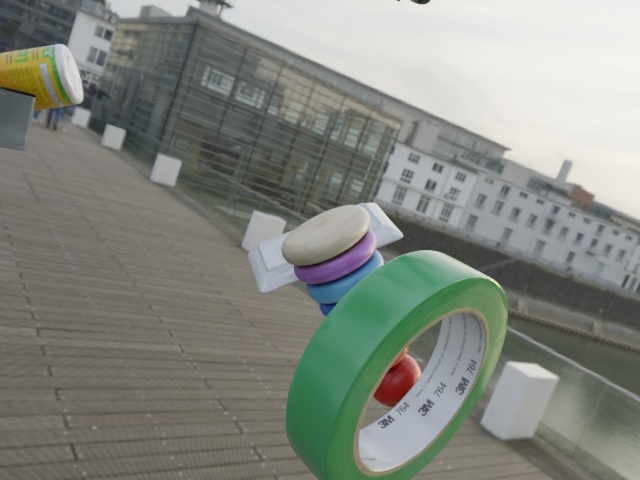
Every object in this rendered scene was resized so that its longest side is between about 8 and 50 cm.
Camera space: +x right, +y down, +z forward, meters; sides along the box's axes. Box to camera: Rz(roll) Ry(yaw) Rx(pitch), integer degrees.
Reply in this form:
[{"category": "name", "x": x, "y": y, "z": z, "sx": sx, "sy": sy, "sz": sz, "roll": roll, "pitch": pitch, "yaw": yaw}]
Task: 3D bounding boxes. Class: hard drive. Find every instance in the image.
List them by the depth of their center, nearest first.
[{"category": "hard drive", "x": -0.692, "y": -0.270, "z": 1.160, "sx": 0.094, "sy": 0.135, "sz": 0.022, "roll": 8, "pitch": 30, "yaw": -32}]

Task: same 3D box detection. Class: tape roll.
[{"category": "tape roll", "x": 0.106, "y": 0.171, "z": 0.659, "sx": 0.321, "sy": 0.321, "sz": 0.077, "roll": 12, "pitch": 16, "yaw": -46}]

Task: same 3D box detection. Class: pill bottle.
[{"category": "pill bottle", "x": -0.696, "y": -0.365, "z": 1.212, "sx": 0.246, "sy": 0.136, "sz": 0.136, "roll": -13, "pitch": 15, "yaw": -9}]

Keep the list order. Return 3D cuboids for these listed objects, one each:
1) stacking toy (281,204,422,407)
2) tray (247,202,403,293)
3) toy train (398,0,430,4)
[{"category": "stacking toy", "x": 0.072, "y": 0.116, "z": 0.811, "sx": 0.330, "sy": 0.141, "sz": 0.141, "roll": 62, "pitch": -5, "yaw": -17}, {"category": "tray", "x": 0.000, "y": 0.000, "z": 0.959, "sx": 0.271, "sy": 0.030, "sz": 0.145, "roll": -22, "pitch": 34, "yaw": -5}, {"category": "toy train", "x": 0.201, "y": -0.689, "z": 1.221, "sx": 0.190, "sy": 0.142, "sz": 0.334, "roll": 25, "pitch": -7, "yaw": 10}]
